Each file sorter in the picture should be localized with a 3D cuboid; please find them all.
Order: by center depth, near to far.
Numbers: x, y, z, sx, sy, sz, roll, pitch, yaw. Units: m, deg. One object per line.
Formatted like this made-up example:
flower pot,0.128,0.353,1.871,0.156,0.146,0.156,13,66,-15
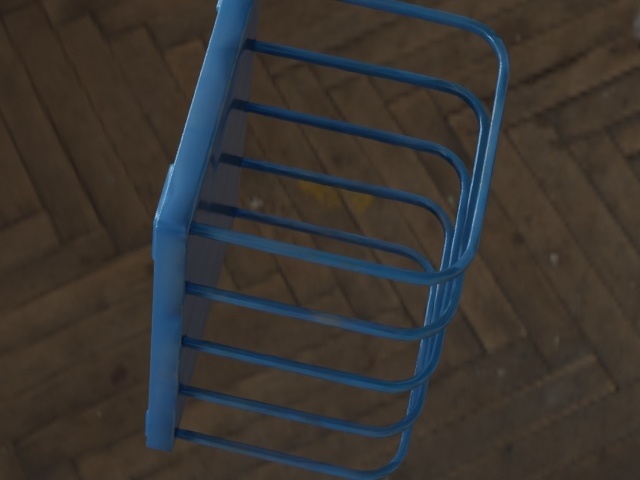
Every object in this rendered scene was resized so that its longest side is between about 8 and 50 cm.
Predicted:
file sorter,0.000,0.000,0.654,0.104,0.170,0.118,12,59,1
